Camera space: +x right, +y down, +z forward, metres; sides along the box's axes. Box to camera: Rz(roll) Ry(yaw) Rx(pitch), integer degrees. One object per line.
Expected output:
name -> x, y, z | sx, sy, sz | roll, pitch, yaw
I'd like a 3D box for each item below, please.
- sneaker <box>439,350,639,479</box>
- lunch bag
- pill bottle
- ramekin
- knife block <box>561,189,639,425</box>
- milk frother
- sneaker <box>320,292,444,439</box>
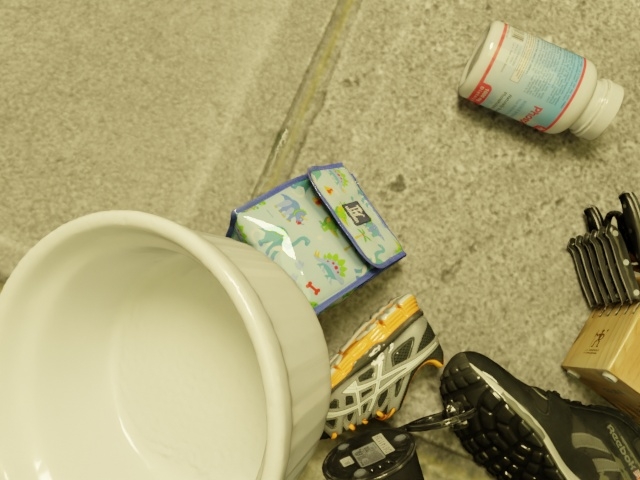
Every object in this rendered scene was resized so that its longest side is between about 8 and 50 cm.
sneaker -> 0.248, 0.204, 0.513 | 0.283, 0.107, 0.124 | 45, 55, 8
lunch bag -> 0.000, 0.000, 0.524 | 0.151, 0.096, 0.129 | -30, 81, -27
pill bottle -> 0.245, -0.174, 0.573 | 0.160, 0.087, 0.087 | 24, 79, 1
ramekin -> -0.125, 0.118, 0.421 | 0.277, 0.135, 0.278 | -1, 88, 23
knife block -> 0.385, 0.076, 0.536 | 0.275, 0.088, 0.242 | 37, 80, 4
milk frother -> 0.090, 0.230, 0.455 | 0.143, 0.129, 0.135 | -18, 94, 6
sneaker -> 0.036, 0.147, 0.502 | 0.215, 0.084, 0.083 | -40, 90, -11
